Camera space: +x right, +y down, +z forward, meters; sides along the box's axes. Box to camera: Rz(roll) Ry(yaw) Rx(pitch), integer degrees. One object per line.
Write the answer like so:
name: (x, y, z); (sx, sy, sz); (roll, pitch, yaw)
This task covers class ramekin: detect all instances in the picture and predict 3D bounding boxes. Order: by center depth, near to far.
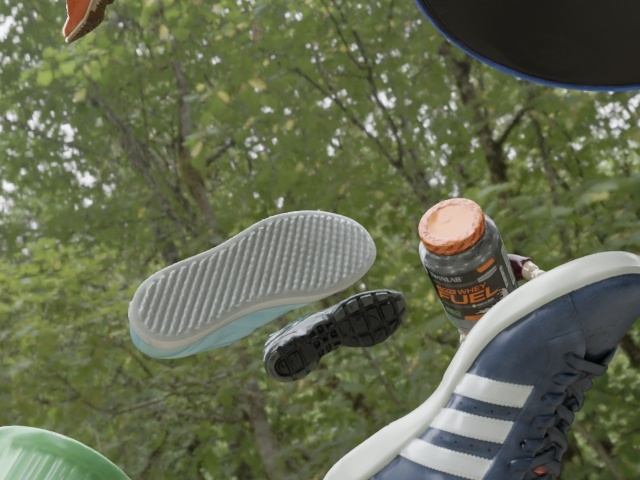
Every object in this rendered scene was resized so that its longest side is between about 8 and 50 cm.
ramekin: (-0.406, 0.422, 1.135); (0.303, 0.148, 0.304); (7, -55, 11)

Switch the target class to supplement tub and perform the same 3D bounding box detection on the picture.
supplement tub: (0.213, 0.037, 1.158); (0.116, 0.117, 0.190); (-26, -50, 6)

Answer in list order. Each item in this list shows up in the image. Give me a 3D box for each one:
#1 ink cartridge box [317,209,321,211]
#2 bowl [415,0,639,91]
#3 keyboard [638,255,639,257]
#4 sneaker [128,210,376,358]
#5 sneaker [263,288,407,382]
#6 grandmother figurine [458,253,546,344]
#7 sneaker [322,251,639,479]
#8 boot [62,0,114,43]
ink cartridge box: (0.000, 0.000, 1.659); (0.062, 0.115, 0.029); (-37, -36, 15)
bowl: (0.252, -0.272, 0.724); (0.390, 0.077, 0.391); (14, -24, 6)
keyboard: (0.472, 0.097, 1.321); (0.100, 0.038, 0.192); (2, -58, -46)
sneaker: (-0.099, 0.063, 1.130); (0.365, 0.135, 0.150); (-16, -17, -24)
sneaker: (0.018, 0.145, 1.388); (0.267, 0.106, 0.101); (-23, -71, -5)
grandmother figurine: (0.303, 0.105, 1.390); (0.207, 0.343, 0.104); (-38, -37, 25)
sneaker: (0.152, 0.167, 0.633); (0.131, 0.148, 0.350); (19, -61, -41)
boot: (-0.405, -0.402, 1.353); (0.158, 0.085, 0.059); (-40, 6, 40)
